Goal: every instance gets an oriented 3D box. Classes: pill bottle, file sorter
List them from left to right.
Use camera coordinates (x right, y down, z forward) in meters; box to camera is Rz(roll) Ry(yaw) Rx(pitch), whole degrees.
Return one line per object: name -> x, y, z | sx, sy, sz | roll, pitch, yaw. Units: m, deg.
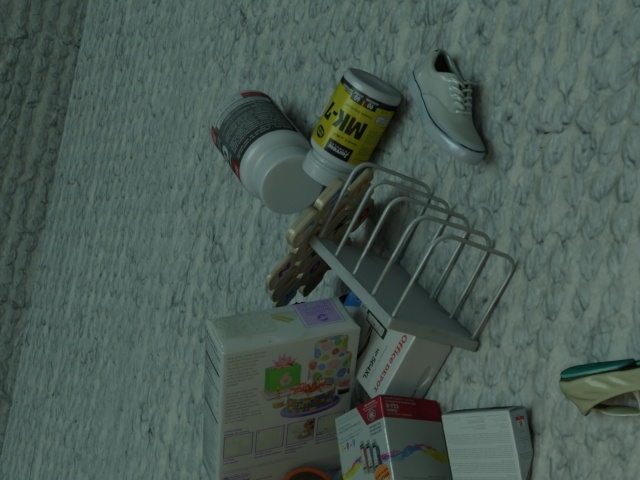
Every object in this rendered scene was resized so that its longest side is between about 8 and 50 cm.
pill bottle -> -0.111, -0.182, 2.112 | 0.161, 0.161, 0.283 | -62, 37, 21
pill bottle -> 0.055, -0.207, 1.923 | 0.208, 0.119, 0.119 | -62, 37, 21
file sorter -> 0.149, 0.020, 1.650 | 0.173, 0.192, 0.278 | -62, 37, 15

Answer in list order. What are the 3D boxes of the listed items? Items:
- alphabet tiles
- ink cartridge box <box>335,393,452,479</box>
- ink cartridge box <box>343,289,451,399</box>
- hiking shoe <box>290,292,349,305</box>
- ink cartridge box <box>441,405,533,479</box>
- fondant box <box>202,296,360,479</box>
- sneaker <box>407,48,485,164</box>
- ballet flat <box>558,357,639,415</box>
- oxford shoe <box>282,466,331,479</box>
alphabet tiles -> 0.000, 0.000, 1.809 | 0.021, 0.284, 0.278 | 37, 73, 18
ink cartridge box -> 0.118, 0.354, 1.633 | 0.128, 0.127, 0.176 | -37, 51, 43
ink cartridge box -> 0.114, 0.169, 1.738 | 0.148, 0.086, 0.203 | -64, 36, 18
hiking shoe -> -0.010, 0.153, 1.895 | 0.227, 0.114, 0.086 | -33, 54, 45
ink cartridge box -> 0.259, 0.341, 1.530 | 0.145, 0.045, 0.179 | -16, 84, 51
fondant box -> -0.073, 0.269, 1.743 | 0.096, 0.238, 0.330 | -124, 32, -48
sneaker -> 0.217, -0.232, 1.719 | 0.091, 0.094, 0.258 | -58, 37, 32
ballet flat -> 0.420, 0.182, 1.317 | 0.248, 0.086, 0.086 | -26, 59, 51
oxford shoe -> 0.038, 0.562, 1.719 | 0.133, 0.130, 0.364 | 93, 156, -52
